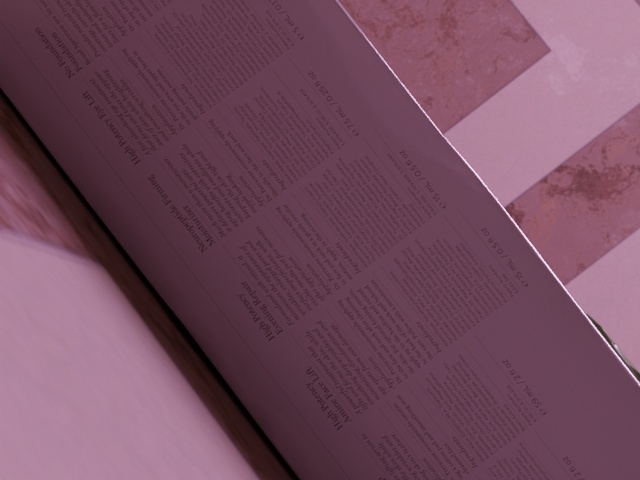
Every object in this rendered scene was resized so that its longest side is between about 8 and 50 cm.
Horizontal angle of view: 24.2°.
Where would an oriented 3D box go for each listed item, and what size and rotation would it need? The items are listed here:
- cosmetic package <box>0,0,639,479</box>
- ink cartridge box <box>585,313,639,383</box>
[{"bbox_3d":[0.000,0.000,0.463,0.239,0.099,0.060,53,-1,3],"label":"cosmetic package"},{"bbox_3d":[0.121,0.138,0.605,0.209,0.109,0.062,51,3,-35],"label":"ink cartridge box"}]
